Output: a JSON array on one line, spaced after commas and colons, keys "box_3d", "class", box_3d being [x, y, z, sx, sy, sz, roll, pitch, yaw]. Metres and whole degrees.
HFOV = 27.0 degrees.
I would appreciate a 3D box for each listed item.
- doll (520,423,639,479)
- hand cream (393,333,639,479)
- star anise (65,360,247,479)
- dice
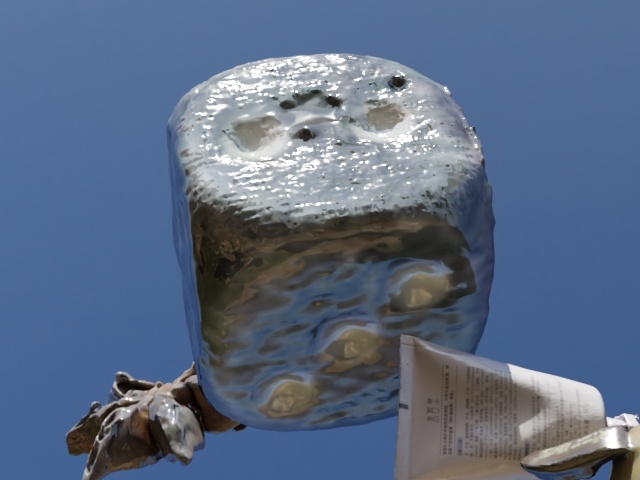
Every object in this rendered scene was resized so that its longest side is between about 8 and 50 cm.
[{"box_3d": [0.277, 0.117, 0.645, 0.330, 0.235, 0.174, -22, -50, 11], "class": "doll"}, {"box_3d": [0.109, 0.103, 0.744, 0.142, 0.053, 0.084, 9, -117, -10], "class": "hand cream"}, {"box_3d": [-0.127, 0.145, 1.119, 0.208, 0.172, 0.063, -14, -75, 18], "class": "star anise"}, {"box_3d": [0.000, 0.000, 0.841, 0.183, 0.181, 0.182, -7, -49, -11], "class": "dice"}]
